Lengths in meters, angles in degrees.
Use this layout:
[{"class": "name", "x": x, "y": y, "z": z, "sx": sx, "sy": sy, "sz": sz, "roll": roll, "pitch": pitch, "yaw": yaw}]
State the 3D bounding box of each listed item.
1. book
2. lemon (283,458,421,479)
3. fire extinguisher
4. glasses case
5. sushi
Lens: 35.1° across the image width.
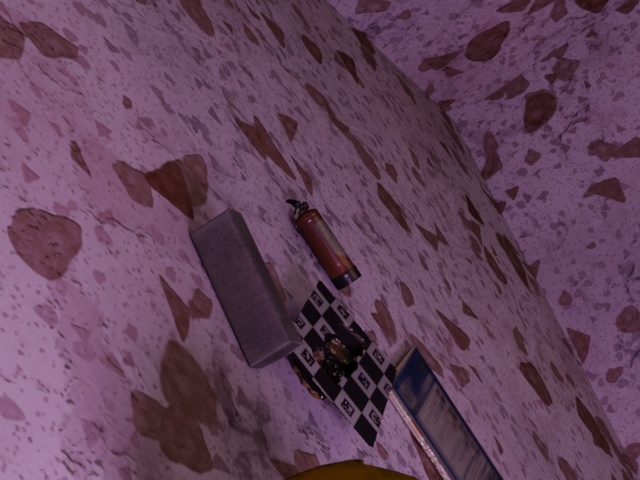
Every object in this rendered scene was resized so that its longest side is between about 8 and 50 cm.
[{"class": "book", "x": 0.220, "y": 0.344, "z": 1.726, "sx": 0.323, "sy": 0.018, "sz": 0.228, "roll": 57, "pitch": 20, "yaw": 2}, {"class": "lemon", "x": 0.035, "y": 0.342, "z": 0.895, "sx": 0.297, "sy": 0.297, "sz": 0.297, "roll": 47, "pitch": 21, "yaw": -25}, {"class": "fire extinguisher", "x": 0.000, "y": 0.000, "z": 1.703, "sx": 0.177, "sy": 0.050, "sz": 0.062, "roll": 56, "pitch": -22, "yaw": -1}, {"class": "glasses case", "x": -0.097, "y": 0.062, "z": 1.335, "sx": 0.205, "sy": 0.070, "sz": 0.047, "roll": 63, "pitch": 17, "yaw": 19}, {"class": "sushi", "x": 0.016, "y": 0.182, "z": 1.448, "sx": 0.192, "sy": 0.050, "sz": 0.215, "roll": 50, "pitch": 25, "yaw": -8}]
